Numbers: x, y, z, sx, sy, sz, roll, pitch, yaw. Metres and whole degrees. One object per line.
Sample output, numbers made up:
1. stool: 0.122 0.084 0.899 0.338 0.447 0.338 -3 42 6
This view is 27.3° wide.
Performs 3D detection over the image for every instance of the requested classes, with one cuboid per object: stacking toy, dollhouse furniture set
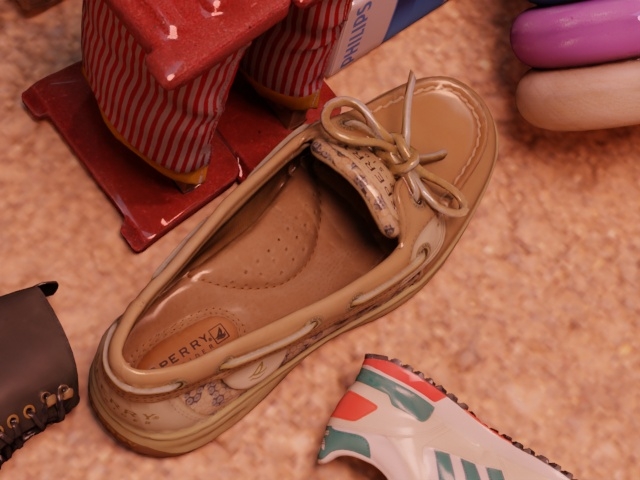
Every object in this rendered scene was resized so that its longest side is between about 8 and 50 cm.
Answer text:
1. stacking toy: 0.152 -0.232 0.718 0.141 0.141 0.330 -15 102 -16
2. dollhouse furniture set: -0.136 -0.204 0.703 0.152 0.201 0.374 -34 75 -22

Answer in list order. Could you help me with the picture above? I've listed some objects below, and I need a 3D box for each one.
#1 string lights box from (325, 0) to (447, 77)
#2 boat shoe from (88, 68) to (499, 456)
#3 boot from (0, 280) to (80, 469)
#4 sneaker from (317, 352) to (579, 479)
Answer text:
1. string lights box: 0.066 -0.227 0.818 0.260 0.077 0.133 -35 75 -22
2. boat shoe: 0.000 0.000 0.693 0.104 0.089 0.285 41 65 10
3. boot: -0.163 0.112 0.626 0.137 0.077 0.198 -15 70 -22
4. sneaker: 0.072 0.129 0.672 0.161 0.057 0.075 35 81 6
